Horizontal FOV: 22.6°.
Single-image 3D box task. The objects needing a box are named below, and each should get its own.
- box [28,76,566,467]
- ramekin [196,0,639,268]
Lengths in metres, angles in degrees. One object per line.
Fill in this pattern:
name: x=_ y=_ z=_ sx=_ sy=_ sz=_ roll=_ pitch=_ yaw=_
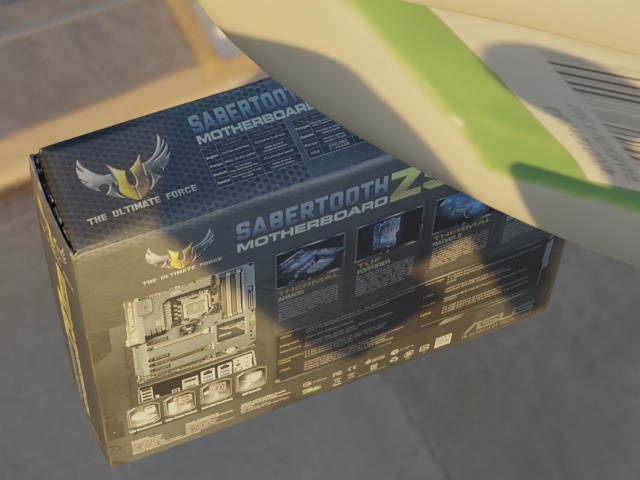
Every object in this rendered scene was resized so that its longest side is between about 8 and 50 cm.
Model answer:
box: x=0.000 y=0.000 z=0.701 sx=0.233 sy=0.183 sz=0.059 roll=-20 pitch=60 yaw=-14
ramekin: x=0.107 y=-0.089 z=0.427 sx=0.303 sy=0.303 sz=0.148 roll=29 pitch=79 yaw=-30
